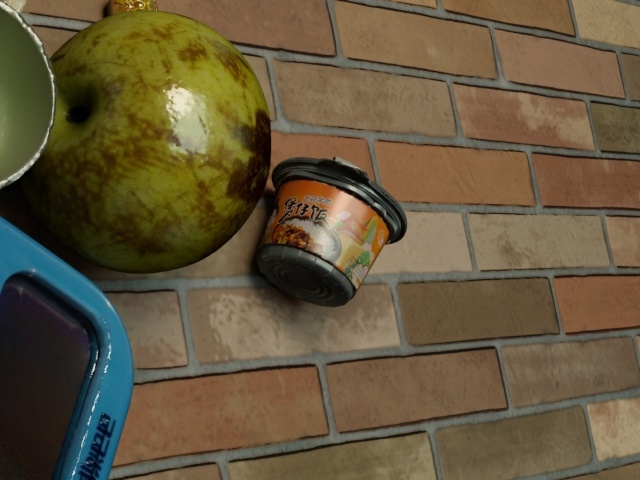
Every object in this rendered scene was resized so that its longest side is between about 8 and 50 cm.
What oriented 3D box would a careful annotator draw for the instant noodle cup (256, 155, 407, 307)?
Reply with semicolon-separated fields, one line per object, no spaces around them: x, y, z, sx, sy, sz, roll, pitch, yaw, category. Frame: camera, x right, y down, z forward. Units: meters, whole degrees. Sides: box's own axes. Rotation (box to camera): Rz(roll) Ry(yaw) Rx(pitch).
0.000;0.000;1.870;0.125;0.177;0.208;-64;157;-23;instant noodle cup

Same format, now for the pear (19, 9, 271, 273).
-0.174;-0.097;1.610;0.283;0.283;0.284;22;60;-44;pear

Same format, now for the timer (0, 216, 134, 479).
-0.326;0.152;1.444;0.309;0.115;0.340;39;49;-34;timer

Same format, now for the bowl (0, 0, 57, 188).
-0.367;-0.130;1.482;0.211;0.112;0.211;7;75;-27;bowl

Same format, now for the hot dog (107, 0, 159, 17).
-0.201;-0.212;1.789;0.071;0.045;0.165;-9;84;-49;hot dog

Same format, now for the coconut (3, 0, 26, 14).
-0.350;-0.251;1.580;0.110;0.110;0.124;46;52;-29;coconut
